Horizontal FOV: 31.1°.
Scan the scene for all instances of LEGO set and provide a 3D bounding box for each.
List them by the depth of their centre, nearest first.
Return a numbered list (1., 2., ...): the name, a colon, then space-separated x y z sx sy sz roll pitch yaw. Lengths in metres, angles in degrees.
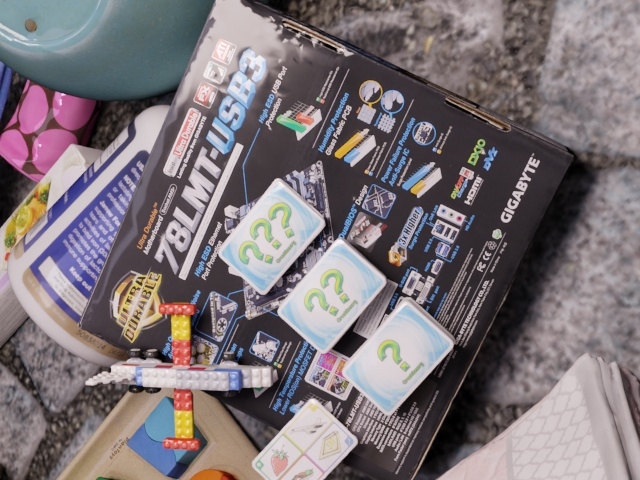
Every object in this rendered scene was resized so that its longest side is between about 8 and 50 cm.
1. LEGO set: -0.048 0.103 0.856 0.182 0.060 0.244 43 104 6

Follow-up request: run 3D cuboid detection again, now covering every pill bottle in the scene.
1. pill bottle: -0.140 -0.024 1.027 0.264 0.153 0.153 -44 59 13

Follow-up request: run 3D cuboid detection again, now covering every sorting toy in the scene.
1. sorting toy: -0.173 0.283 1.053 0.307 0.041 0.229 -51 57 8

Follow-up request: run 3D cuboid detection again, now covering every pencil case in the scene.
1. pencil case: -0.271 -0.164 1.197 0.098 0.095 0.209 24 98 6

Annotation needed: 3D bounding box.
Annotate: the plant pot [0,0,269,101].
1. plant pot: -0.198 -0.241 0.961 0.290 0.195 0.290 5 112 11

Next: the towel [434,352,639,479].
1. towel: 0.105 0.259 0.749 0.317 0.053 0.332 -44 19 22

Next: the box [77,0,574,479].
1. box: 0.000 0.000 0.894 0.293 0.073 0.296 26 101 7

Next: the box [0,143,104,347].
1. box: -0.320 0.030 1.218 0.324 0.067 0.063 -45 59 24

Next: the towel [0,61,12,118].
1. towel: -0.427 -0.067 1.269 0.285 0.034 0.209 -28 45 43

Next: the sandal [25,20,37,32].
1. sandal: -0.388 -0.227 1.319 0.180 0.049 0.072 -32 65 29

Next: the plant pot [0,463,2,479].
1. plant pot: -0.473 0.318 1.169 0.323 0.323 0.280 18 77 37
